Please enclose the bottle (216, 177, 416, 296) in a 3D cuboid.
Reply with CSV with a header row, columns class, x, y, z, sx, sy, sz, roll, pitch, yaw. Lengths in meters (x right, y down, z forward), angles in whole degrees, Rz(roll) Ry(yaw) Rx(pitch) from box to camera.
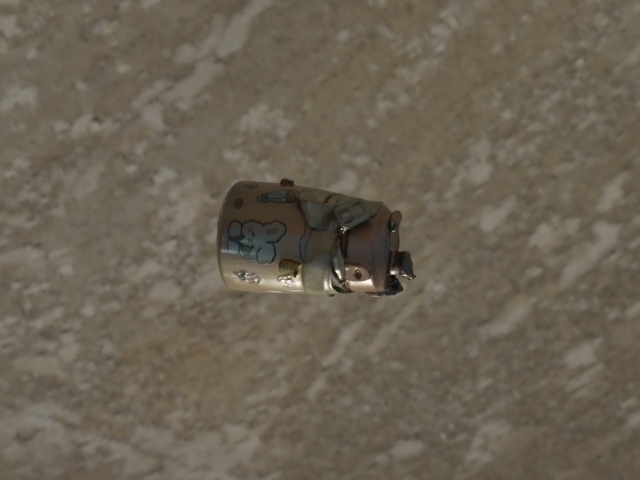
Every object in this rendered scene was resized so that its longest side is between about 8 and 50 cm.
class,x,y,z,sx,sy,sz,roll,pitch,yaw
bottle,0.000,0.000,1.144,0.152,0.099,0.099,6,148,16
